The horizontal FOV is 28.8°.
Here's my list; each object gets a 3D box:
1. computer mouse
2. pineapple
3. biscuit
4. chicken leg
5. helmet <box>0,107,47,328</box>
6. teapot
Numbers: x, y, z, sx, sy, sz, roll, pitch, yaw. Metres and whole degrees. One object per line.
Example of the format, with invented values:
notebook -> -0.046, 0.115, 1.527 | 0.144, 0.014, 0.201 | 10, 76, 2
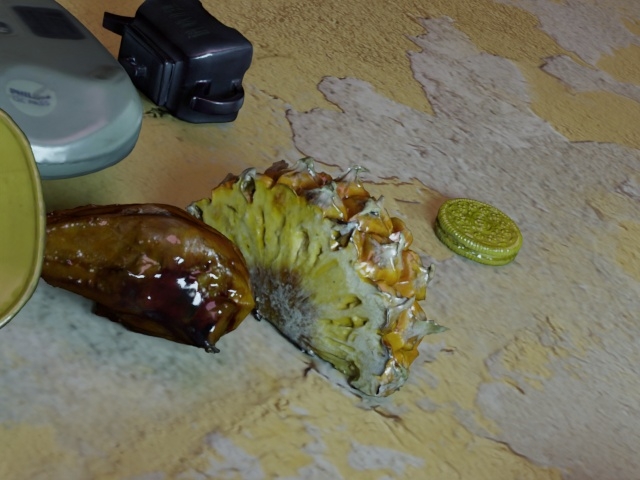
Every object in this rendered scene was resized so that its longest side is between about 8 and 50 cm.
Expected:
computer mouse -> -0.265, -0.135, 1.021 | 0.197, 0.095, 0.331 | 5, 26, -29
pineapple -> -0.001, 0.000, 0.929 | 0.233, 0.135, 0.079 | 35, 32, 25
biscuit -> 0.144, -0.008, 1.144 | 0.084, 0.023, 0.084 | 15, 32, -10
chicken leg -> -0.190, 0.003, 0.845 | 0.304, 0.093, 0.113 | 14, 3, -8
helmet -> -0.305, 0.000, 0.726 | 0.257, 0.140, 0.205 | 2, 70, -29
teapot -> -0.140, -0.167, 1.158 | 0.096, 0.087, 0.177 | -16, 47, -40
